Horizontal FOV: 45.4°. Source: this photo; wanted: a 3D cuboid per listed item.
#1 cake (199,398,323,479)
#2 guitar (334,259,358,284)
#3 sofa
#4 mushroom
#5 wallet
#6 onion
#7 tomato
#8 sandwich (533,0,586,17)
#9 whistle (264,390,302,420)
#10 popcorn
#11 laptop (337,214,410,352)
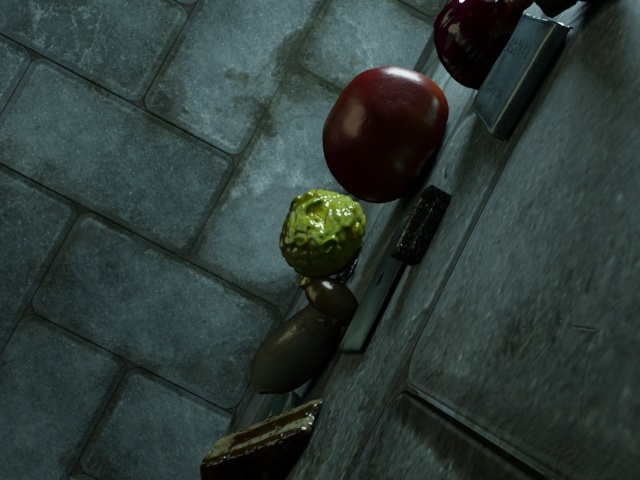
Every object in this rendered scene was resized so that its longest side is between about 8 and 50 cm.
[{"bbox_3d":[-0.111,0.353,1.332,0.246,0.135,0.112,-60,3,32],"label":"cake"},{"bbox_3d":[0.046,0.105,1.853,0.088,0.025,0.233,-63,3,-34],"label":"guitar"},{"bbox_3d":[0.150,-0.022,1.155,0.118,0.039,0.060,-63,4,-10],"label":"sofa"},{"bbox_3d":[-0.038,0.202,1.517,0.350,0.128,0.128,-57,6,40],"label":"mushroom"},{"bbox_3d":[0.268,-0.230,1.052,0.167,0.036,0.222,-61,4,19],"label":"wallet"},{"bbox_3d":[0.268,-0.360,1.262,0.198,0.135,0.173,-56,10,46],"label":"onion"},{"bbox_3d":[0.128,-0.227,1.572,0.298,0.226,0.298,-59,1,2],"label":"tomato"},{"bbox_3d":[0.269,-0.334,0.926,0.079,0.159,0.235,-47,26,22],"label":"sandwich"},{"bbox_3d":[-0.117,0.420,1.510,0.312,0.062,0.062,-60,4,29],"label":"whistle"},{"bbox_3d":[0.000,0.000,1.943,0.237,0.206,0.251,-77,5,-70],"label":"popcorn"},{"bbox_3d":[0.106,0.069,1.297,0.269,0.015,0.187,-63,4,-11],"label":"laptop"}]
